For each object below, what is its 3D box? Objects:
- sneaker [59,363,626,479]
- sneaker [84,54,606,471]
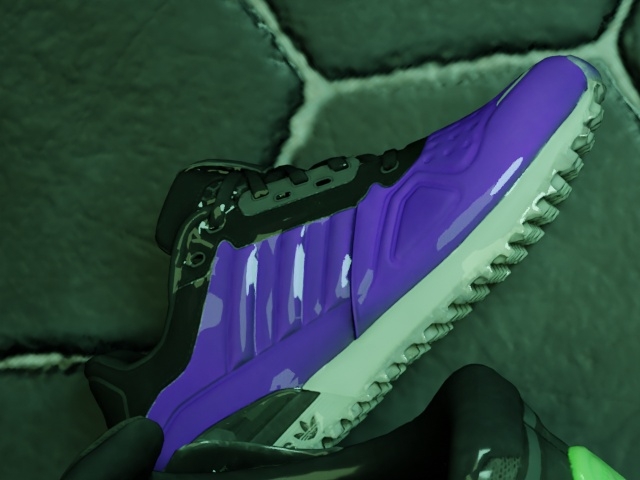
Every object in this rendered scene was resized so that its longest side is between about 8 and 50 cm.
[{"bbox_3d":[-0.096,0.179,0.737,0.482,0.185,0.202,-24,118,8],"label":"sneaker"},{"bbox_3d":[0.000,0.000,0.816,0.146,0.102,0.293,44,96,8],"label":"sneaker"}]
